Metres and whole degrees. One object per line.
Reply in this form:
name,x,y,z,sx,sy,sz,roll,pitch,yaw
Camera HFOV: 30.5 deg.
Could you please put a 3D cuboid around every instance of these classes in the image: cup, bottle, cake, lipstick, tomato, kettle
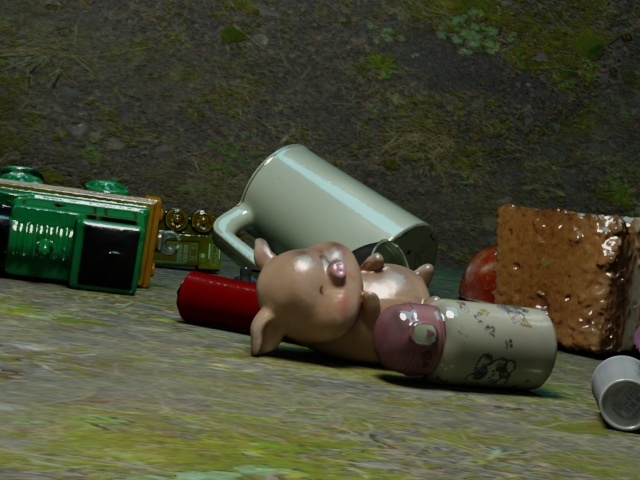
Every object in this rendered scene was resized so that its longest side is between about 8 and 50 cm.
cup,0.372,0.191,1.391,0.104,0.074,0.116,37,11,6
bottle,0.180,0.131,1.506,0.233,0.110,0.110,7,3,-24
cake,0.485,0.073,2.155,0.282,0.256,0.290,8,-2,41
lipstick,-0.091,0.099,1.721,0.241,0.080,0.080,9,3,20
tomato,0.445,0.084,2.806,0.214,0.155,0.180,10,7,13
kettle,0.007,0.004,2.067,0.318,0.265,0.205,37,-9,30

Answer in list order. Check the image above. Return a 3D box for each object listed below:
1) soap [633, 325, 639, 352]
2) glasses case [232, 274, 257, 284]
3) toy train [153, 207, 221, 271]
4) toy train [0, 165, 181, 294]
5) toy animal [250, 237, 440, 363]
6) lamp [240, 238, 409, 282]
soap,0.656,0.113,1.936,0.181,0.259,0.081,9,44,-14
glasses case,-0.040,0.090,2.144,0.109,0.067,0.282,9,4,44
toy train,-0.321,-0.004,2.584,0.225,0.137,0.090,3,2,-12
toy train,-0.454,-0.007,2.047,0.429,0.178,0.249,7,14,-13
toy animal,0.030,0.083,1.581,0.250,0.154,0.166,15,34,-16
lamp,0.013,0.082,1.818,0.227,0.147,0.172,-6,-12,31
